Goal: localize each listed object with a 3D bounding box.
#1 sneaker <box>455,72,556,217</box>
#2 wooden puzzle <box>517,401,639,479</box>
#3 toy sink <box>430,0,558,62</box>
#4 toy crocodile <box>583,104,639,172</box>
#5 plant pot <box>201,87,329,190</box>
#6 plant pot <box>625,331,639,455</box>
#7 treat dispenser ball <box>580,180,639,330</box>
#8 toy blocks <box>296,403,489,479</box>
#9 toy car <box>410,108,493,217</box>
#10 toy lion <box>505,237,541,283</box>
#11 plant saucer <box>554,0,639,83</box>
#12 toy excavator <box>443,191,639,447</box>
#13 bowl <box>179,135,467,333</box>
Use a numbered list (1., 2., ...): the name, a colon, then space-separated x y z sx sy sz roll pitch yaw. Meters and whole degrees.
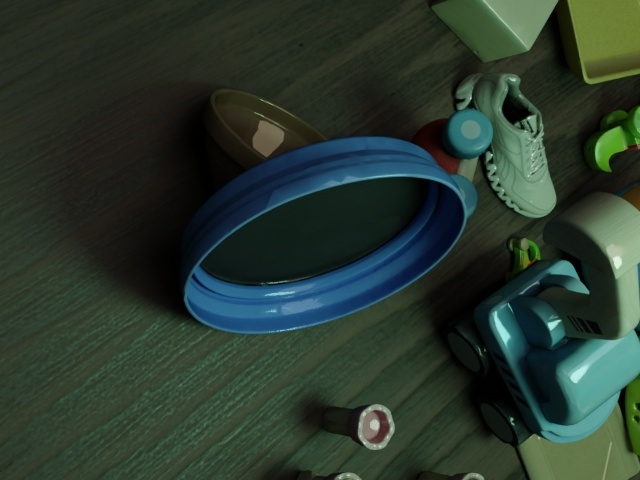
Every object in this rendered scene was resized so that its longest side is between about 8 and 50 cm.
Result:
1. sneaker: 0.348 -0.166 1.514 0.110 0.118 0.292 -42 110 -29
2. wooden puzzle: 0.481 0.403 1.606 0.239 0.044 0.221 -28 102 -26
3. toy sink: 0.327 -0.458 1.513 0.153 0.131 0.234 38 73 -25
4. toy crocodile: 0.670 -0.231 1.694 0.341 0.115 0.105 -21 96 -18
5. plant pot: -0.076 -0.105 1.216 0.237 0.237 0.109 21 117 -30
6. plant pot: 0.702 0.260 1.623 0.228 0.227 0.207 -30 100 -46
7. treat dispenser ball: 0.627 0.029 1.573 0.288 0.288 0.288 3 85 -32
8. toy blocks: 0.114 0.431 1.231 0.288 0.260 0.309 38 67 -23
9. toy car: 0.118 -0.111 1.347 0.238 0.219 0.210 16 76 -1
10. toy lion: 0.383 0.051 1.573 0.096 0.034 0.100 12 80 -38
11. plant saucer: 0.569 -0.484 1.697 0.333 0.081 0.332 -16 94 -32
12. toy excavator: 0.384 0.130 1.303 0.222 0.445 0.433 -32 103 -19
13. bowl: 0.000 0.000 1.142 0.391 0.391 0.077 -2 58 -32
